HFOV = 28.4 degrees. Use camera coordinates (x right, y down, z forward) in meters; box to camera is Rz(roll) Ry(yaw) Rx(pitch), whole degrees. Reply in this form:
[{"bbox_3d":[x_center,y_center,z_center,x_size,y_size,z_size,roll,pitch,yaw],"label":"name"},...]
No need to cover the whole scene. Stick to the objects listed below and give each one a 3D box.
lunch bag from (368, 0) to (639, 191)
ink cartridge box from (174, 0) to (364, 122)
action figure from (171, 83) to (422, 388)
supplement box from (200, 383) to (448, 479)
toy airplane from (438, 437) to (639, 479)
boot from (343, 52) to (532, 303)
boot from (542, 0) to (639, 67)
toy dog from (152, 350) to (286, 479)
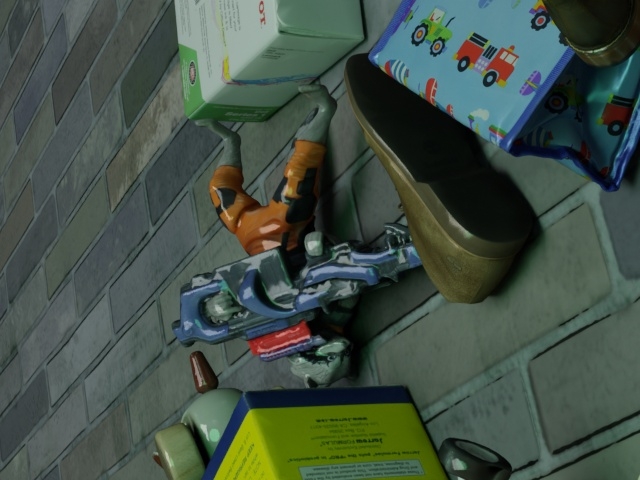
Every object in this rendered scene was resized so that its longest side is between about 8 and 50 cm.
[{"bbox_3d":[0.202,-0.225,1.038,0.221,0.138,0.293,43,112,52],"label":"lunch bag"},{"bbox_3d":[-0.070,-0.282,1.517,0.278,0.117,0.201,-29,64,58],"label":"ink cartridge box"},{"bbox_3d":[0.000,0.000,1.403,0.341,0.178,0.330,-10,85,31],"label":"action figure"},{"bbox_3d":[0.031,0.339,1.229,0.194,0.195,0.356,-64,36,38],"label":"supplement box"},{"bbox_3d":[0.192,0.289,0.858,0.386,0.272,0.384,109,-178,-54],"label":"toy airplane"},{"bbox_3d":[0.093,-0.066,1.234,0.115,0.112,0.305,105,148,-44],"label":"boot"},{"bbox_3d":[0.172,-0.238,0.911,0.082,0.106,0.219,-28,56,28],"label":"boot"},{"bbox_3d":[-0.120,0.248,1.487,0.161,0.220,0.333,66,146,29],"label":"toy dog"}]
